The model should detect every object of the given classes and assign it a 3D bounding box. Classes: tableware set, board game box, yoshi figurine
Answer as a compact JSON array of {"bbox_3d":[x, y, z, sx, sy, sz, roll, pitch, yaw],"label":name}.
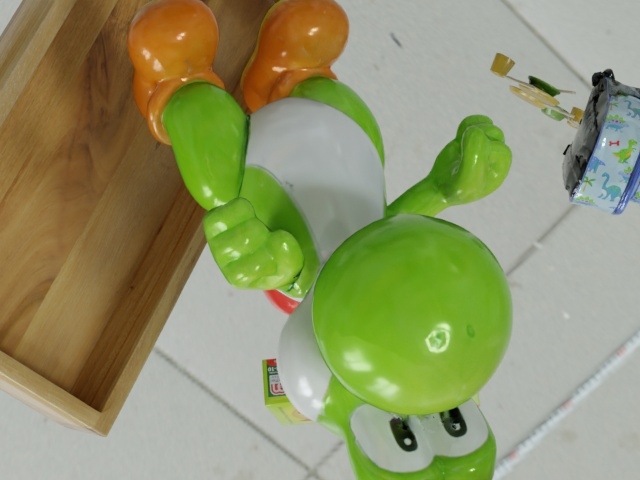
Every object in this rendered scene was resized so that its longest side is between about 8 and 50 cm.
[{"bbox_3d":[0.235,-0.155,1.382,0.154,0.104,0.024,26,95,-42],"label":"tableware set"},{"bbox_3d":[0.047,0.126,1.152,0.181,0.092,0.043,-7,71,6],"label":"board game box"},{"bbox_3d":[0.015,-0.018,0.789,0.203,0.362,0.203,-34,150,11],"label":"yoshi figurine"}]

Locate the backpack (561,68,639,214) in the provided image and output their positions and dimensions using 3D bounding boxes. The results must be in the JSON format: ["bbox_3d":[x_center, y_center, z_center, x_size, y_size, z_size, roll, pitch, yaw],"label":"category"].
[{"bbox_3d":[0.260,-0.077,1.137,0.084,0.114,0.105,18,118,4],"label":"backpack"}]

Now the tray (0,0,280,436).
[{"bbox_3d":[-0.158,-0.085,0.990,0.203,0.076,0.411,39,65,-33],"label":"tray"}]
